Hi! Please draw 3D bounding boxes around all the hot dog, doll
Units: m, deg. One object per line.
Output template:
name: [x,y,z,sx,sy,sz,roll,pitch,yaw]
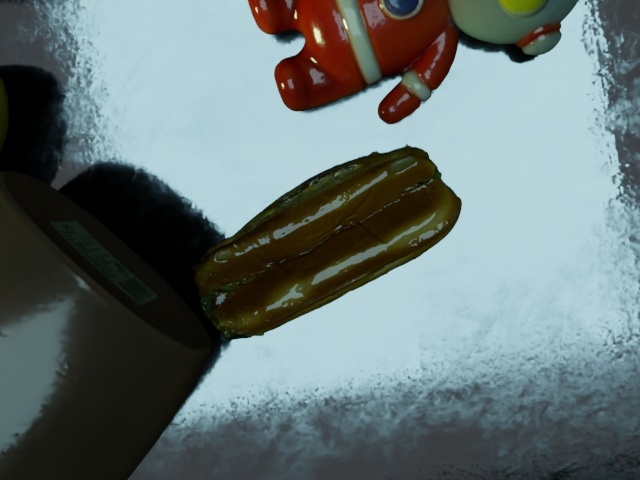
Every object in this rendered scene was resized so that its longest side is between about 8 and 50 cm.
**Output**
hot dog: [0.000,0.000,0.843,0.269,0.072,0.115,-25,95,9]
doll: [0.108,-0.223,0.789,0.336,0.105,0.199,-18,95,8]

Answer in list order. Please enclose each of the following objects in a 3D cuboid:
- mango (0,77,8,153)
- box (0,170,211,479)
mango: [-0.464,-0.062,0.813,0.384,0.199,0.221,-24,69,-7]
box: [-0.249,0.096,0.783,0.301,0.301,0.216,44,92,-1]
